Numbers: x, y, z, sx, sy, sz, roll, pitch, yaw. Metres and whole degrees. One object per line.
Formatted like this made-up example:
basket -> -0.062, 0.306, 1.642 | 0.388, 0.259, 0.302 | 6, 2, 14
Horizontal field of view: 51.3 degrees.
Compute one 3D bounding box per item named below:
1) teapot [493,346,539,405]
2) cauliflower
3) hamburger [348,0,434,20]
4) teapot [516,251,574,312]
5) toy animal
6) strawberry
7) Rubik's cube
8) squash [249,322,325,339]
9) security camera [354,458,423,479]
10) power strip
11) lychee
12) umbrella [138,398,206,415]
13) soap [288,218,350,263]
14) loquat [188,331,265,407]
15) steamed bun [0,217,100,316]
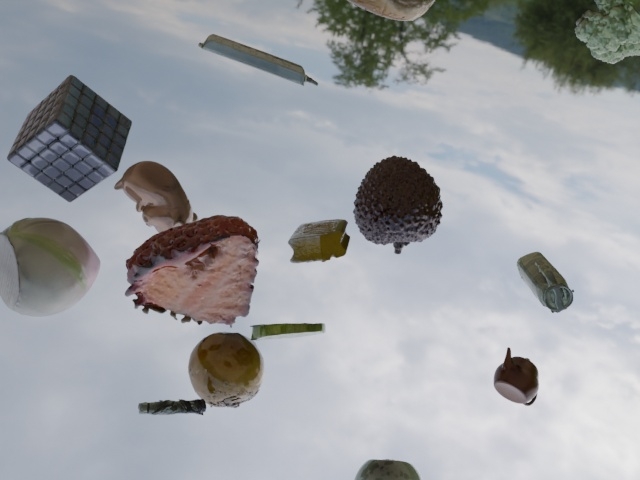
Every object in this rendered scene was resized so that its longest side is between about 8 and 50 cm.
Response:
teapot -> 0.496, 0.340, 1.658 | 0.173, 0.116, 0.116 | 52, -167, -23
cauliflower -> 0.586, -0.485, 1.245 | 0.239, 0.256, 0.315 | -24, -104, -28
hamburger -> 0.126, -0.562, 1.360 | 0.243, 0.146, 0.286 | -10, -126, -18
teapot -> 0.534, 0.085, 1.595 | 0.077, 0.107, 0.200 | -21, -161, 6
toy animal -> -0.470, -0.121, 1.953 | 0.250, 0.154, 0.166 | 51, -150, -11
strawberry -> -0.257, 0.036, 1.334 | 0.253, 0.280, 0.150 | 5, -136, -13
Rubik's cube -> -0.740, -0.298, 1.990 | 0.237, 0.238, 0.237 | 40, -146, -37
squash -> -0.091, 0.259, 1.895 | 0.219, 0.041, 0.219 | -2, 170, 0
security camera -> 0.179, 0.672, 1.726 | 0.194, 0.236, 0.194 | -14, -152, 8
power strip -> -0.120, -0.362, 1.344 | 0.252, 0.027, 0.060 | 17, -154, -12
lychee -> 0.237, -0.107, 2.036 | 0.275, 0.304, 0.276 | -4, -166, 1
umbrella -> -0.408, 0.460, 1.848 | 0.188, 0.050, 0.046 | 8, -123, -29
soap -> 0.000, 0.000, 1.739 | 0.140, 0.073, 0.232 | -8, -170, 7
loquat -> -0.279, 0.388, 2.005 | 0.235, 0.235, 0.235 | 12, -155, -5
steamed bun -> -0.795, 0.074, 1.988 | 0.309, 0.309, 0.309 | 12, -155, -5
